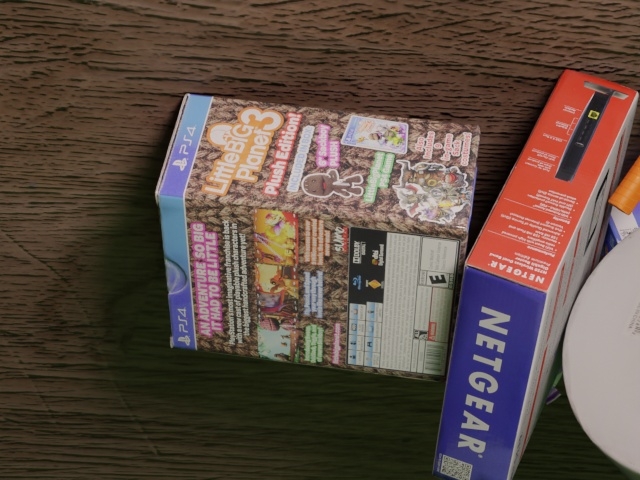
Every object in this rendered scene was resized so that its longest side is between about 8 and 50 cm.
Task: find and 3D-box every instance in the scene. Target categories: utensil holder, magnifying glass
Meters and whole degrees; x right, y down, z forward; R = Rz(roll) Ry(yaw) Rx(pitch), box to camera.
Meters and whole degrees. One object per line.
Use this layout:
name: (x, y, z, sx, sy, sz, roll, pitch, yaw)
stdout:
utensil holder: (0.468, 0.176, 1.649, 0.327, 0.327, 0.385, -29, 141, 17)
magnifying glass: (0.365, -0.128, 1.584, 0.092, 0.026, 0.231, 29, 95, -43)

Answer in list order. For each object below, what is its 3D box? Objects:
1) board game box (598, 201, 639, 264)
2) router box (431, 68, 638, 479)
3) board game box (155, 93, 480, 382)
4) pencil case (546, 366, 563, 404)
board game box: (0.476, 0.036, 1.824, 0.347, 0.078, 0.233, -6, 138, -8)
router box: (0.217, 0.047, 1.605, 0.082, 0.301, 0.335, 19, 138, 15)
board game box: (0.000, 0.000, 1.549, 0.291, 0.141, 0.232, 7, 138, 5)
pencil case: (0.203, 0.123, 1.841, 0.086, 0.088, 0.206, -38, 132, 23)
